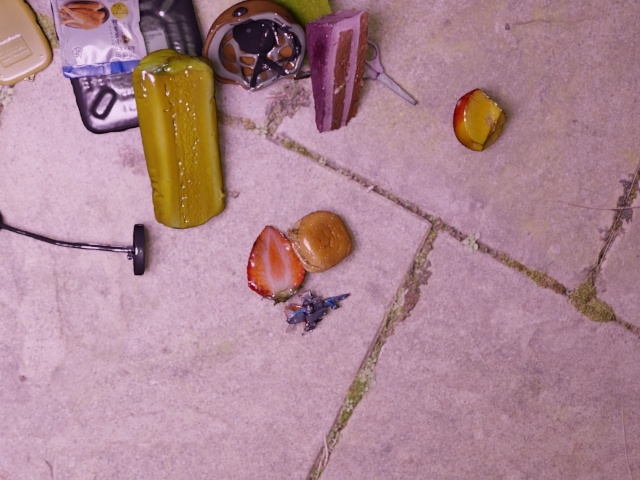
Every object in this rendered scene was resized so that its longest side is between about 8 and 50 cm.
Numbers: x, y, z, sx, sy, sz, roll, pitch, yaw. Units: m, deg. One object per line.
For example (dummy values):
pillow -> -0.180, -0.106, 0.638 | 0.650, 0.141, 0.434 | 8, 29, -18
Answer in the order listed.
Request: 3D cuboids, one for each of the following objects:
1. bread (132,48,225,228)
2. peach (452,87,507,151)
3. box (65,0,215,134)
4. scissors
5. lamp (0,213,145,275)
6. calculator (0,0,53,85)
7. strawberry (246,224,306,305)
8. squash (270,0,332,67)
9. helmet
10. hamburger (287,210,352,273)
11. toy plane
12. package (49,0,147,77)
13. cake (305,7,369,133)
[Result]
bread -> -0.297, -0.208, 1.235 | 0.166, 0.112, 0.383 | -18, 123, -28
peach -> 0.382, -0.295, 1.446 | 0.151, 0.118, 0.151 | -30, 135, -35
box -> -0.393, -0.390, 1.253 | 0.290, 0.073, 0.289 | -14, 99, -13
scissors -> 0.152, -0.395, 1.423 | 0.212, 0.021, 0.110 | 35, 93, -16
lamp -> -0.549, -0.006, 1.264 | 0.371, 0.108, 0.130 | 6, 105, -1
calculator -> -0.660, -0.435, 1.201 | 0.157, 0.033, 0.236 | -32, 103, -11
strawberry -> -0.116, 0.059, 1.363 | 0.147, 0.082, 0.187 | -6, 81, -36
squash -> -0.057, -0.522, 1.350 | 0.111, 0.203, 0.288 | -32, 135, -9
helmet -> -0.146, -0.438, 1.274 | 0.224, 0.198, 0.130 | -9, 53, -2
hamburger -> 0.000, 0.000, 1.367 | 0.147, 0.083, 0.138 | -29, 87, -39
toy plane -> -0.003, 0.166, 1.411 | 0.188, 0.062, 0.135 | -12, 126, -17
package -> -0.446, -0.422, 1.185 | 0.171, 0.027, 0.173 | -10, 95, -13
cake -> 0.031, -0.379, 1.308 | 0.116, 0.113, 0.295 | -25, 140, -24
